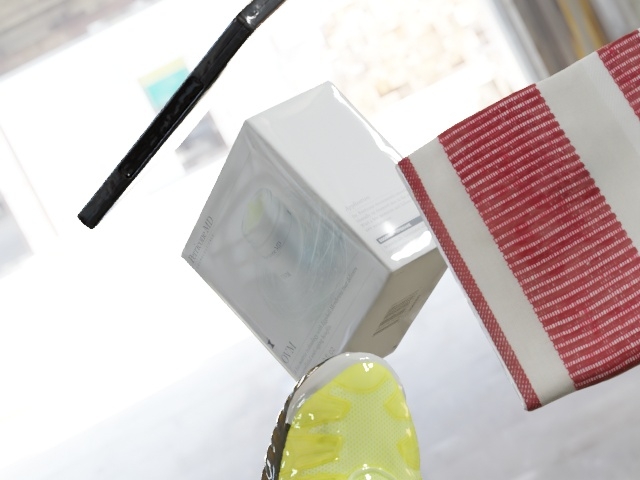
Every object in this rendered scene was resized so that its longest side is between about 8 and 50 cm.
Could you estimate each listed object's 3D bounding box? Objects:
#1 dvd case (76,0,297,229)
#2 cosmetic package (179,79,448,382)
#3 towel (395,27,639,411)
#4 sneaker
[{"bbox_3d":[-0.095,-0.128,1.587,0.253,0.022,0.180,-47,3,34],"label":"dvd case"},{"bbox_3d":[0.000,0.000,1.996,0.138,0.224,0.224,-27,-24,-40],"label":"cosmetic package"},{"bbox_3d":[0.242,-0.042,1.333,0.329,0.237,0.037,-27,-35,1],"label":"towel"},{"bbox_3d":[0.034,0.275,1.481,0.145,0.384,0.147,9,-12,-27],"label":"sneaker"}]
